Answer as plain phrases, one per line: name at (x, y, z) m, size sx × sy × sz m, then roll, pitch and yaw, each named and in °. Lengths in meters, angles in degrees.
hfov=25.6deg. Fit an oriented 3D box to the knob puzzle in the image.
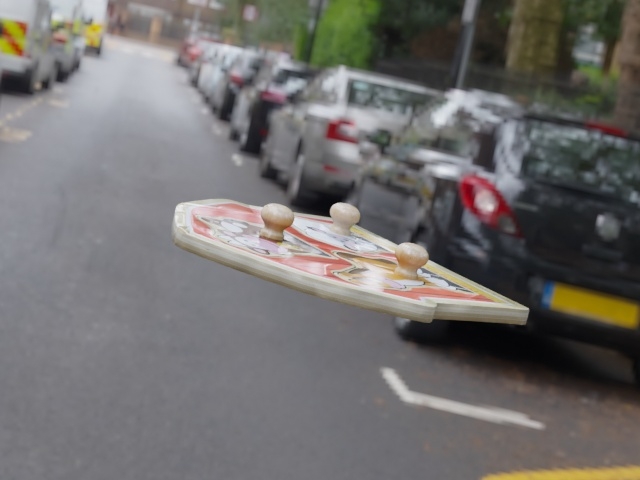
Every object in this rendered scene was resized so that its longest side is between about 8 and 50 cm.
knob puzzle at (0.000, 0.000, 0.808) m, size 0.213 × 0.030 × 0.213 m, roll 16°, pitch 11°, yaw -3°
